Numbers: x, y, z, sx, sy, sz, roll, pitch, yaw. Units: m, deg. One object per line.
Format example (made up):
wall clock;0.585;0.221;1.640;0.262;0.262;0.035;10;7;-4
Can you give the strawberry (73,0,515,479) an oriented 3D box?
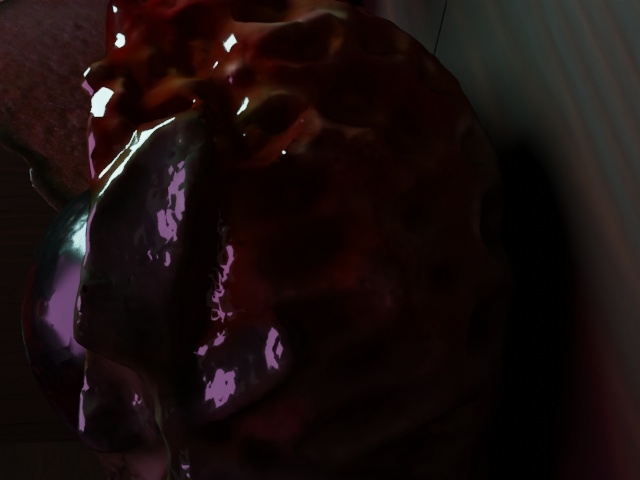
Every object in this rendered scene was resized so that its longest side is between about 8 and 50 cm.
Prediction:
strawberry;0.000;0.000;0.660;0.336;0.149;0.265;-84;-9;-63

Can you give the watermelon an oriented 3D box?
watermelon;-0.074;-0.145;1.015;0.222;0.292;0.319;28;82;47

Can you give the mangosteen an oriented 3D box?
mangosteen;-0.072;0.039;0.943;0.210;0.210;0.210;180;90;-82
